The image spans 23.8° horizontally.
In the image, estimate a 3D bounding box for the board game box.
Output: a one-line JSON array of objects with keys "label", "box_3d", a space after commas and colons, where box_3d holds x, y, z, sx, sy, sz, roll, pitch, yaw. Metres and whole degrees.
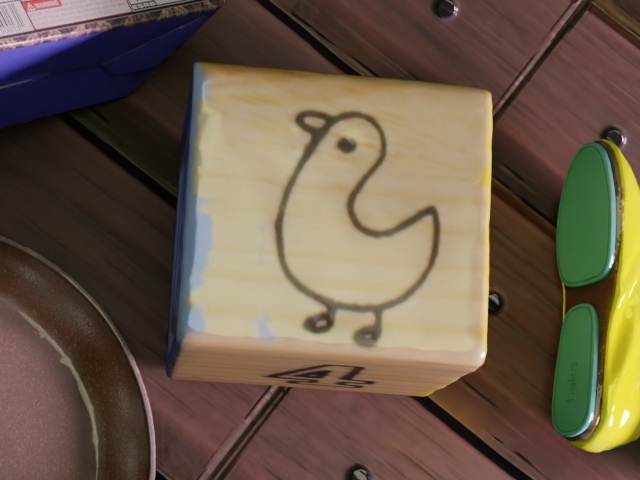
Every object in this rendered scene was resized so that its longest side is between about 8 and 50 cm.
[{"label": "board game box", "box_3d": [-0.245, -0.233, 1.035, 0.232, 0.141, 0.291, -20, 79, -45]}]

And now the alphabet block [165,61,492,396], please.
[{"label": "alphabet block", "box_3d": [0.000, 0.000, 1.043, 0.197, 0.193, 0.192, 4, 79, -7]}]

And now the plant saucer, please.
[{"label": "plant saucer", "box_3d": [-0.263, 0.142, 1.011, 0.310, 0.050, 0.311, 9, 69, -24]}]

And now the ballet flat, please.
[{"label": "ballet flat", "box_3d": [0.217, 0.043, 1.132, 0.077, 0.077, 0.231, 10, 79, -27]}]
